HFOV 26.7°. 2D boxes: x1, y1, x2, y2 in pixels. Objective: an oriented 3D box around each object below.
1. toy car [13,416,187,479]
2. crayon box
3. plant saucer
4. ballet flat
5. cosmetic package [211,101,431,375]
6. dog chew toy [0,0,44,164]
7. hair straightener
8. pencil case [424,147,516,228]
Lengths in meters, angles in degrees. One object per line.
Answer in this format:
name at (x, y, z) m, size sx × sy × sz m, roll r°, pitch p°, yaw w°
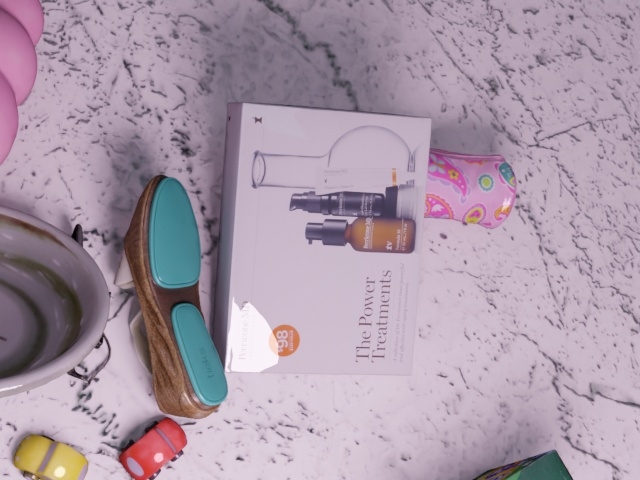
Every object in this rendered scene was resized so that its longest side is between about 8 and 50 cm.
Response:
toy car at (-0.276, 0.353, 1.797) m, size 0.239 × 0.053 × 0.225 m, roll -4°, pitch 74°, yaw -22°
crayon box at (0.180, 0.411, 1.874) m, size 0.323 × 0.203 × 0.083 m, roll -27°, pitch 84°, yaw -27°
plant saucer at (-0.473, 0.093, 1.719) m, size 0.401 × 0.100 × 0.400 m, roll 10°, pitch 34°, yaw -7°
ballet flat at (-0.220, 0.085, 1.872) m, size 0.116 × 0.124 × 0.342 m, roll -3°, pitch 76°, yaw -54°
cosmetic package at (0.000, 0.000, 1.925) m, size 0.284 × 0.097 × 0.377 m, roll 2°, pitch 94°, yaw -17°
dog chew toy at (-0.481, -0.232, 1.837) m, size 0.207 × 0.206 × 0.331 m, roll 28°, pitch 57°, yaw -11°
hair straightener at (-0.326, 0.087, 1.868) m, size 0.089 × 0.047 × 0.230 m, roll -4°, pitch 74°, yaw -22°
pencil case at (0.157, -0.095, 2.077) m, size 0.284 × 0.124 × 0.124 m, roll 10°, pitch 70°, yaw -19°
